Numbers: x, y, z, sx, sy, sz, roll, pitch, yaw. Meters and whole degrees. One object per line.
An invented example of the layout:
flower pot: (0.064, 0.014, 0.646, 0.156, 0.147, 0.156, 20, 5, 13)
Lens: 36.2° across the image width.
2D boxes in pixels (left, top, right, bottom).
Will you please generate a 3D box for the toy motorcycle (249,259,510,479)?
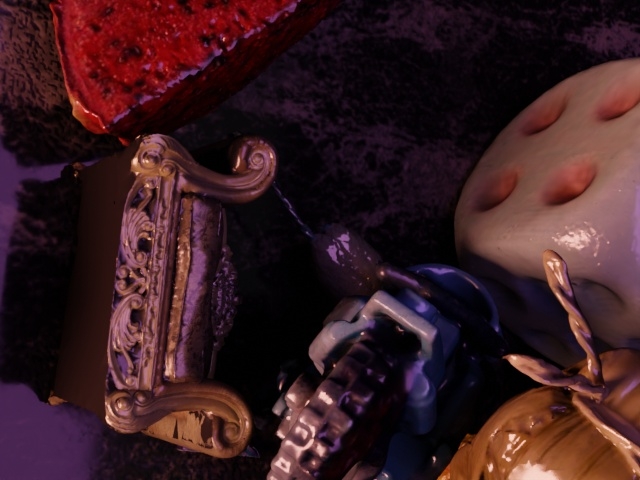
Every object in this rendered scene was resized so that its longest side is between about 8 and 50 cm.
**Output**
toy motorcycle: (0.057, 0.106, 0.819, 0.172, 0.416, 0.232, 34, 86, 14)

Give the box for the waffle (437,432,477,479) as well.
waffle: (0.228, 0.264, 1.041, 0.253, 0.056, 0.249, 2, 96, -5)

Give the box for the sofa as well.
sofa: (-0.110, 0.043, 0.819, 0.182, 0.200, 0.258, 8, 82, -27)

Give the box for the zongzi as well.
zongzi: (0.135, 0.298, 0.771, 0.467, 0.218, 0.500, -46, 152, -1)

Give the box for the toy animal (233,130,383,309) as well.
toy animal: (-0.001, 0.000, 0.950, 0.253, 0.079, 0.070, 49, 55, -21)

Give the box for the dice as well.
dice: (0.326, -0.013, 1.034, 0.264, 0.268, 0.262, 44, 68, -22)

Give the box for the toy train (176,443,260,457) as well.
toy train: (-0.094, 0.195, 0.925, 0.083, 0.017, 0.017, 13, 74, -29)

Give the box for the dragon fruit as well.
dragon fruit: (-0.124, -0.226, 0.866, 0.317, 0.152, 0.205, -37, 86, -18)
